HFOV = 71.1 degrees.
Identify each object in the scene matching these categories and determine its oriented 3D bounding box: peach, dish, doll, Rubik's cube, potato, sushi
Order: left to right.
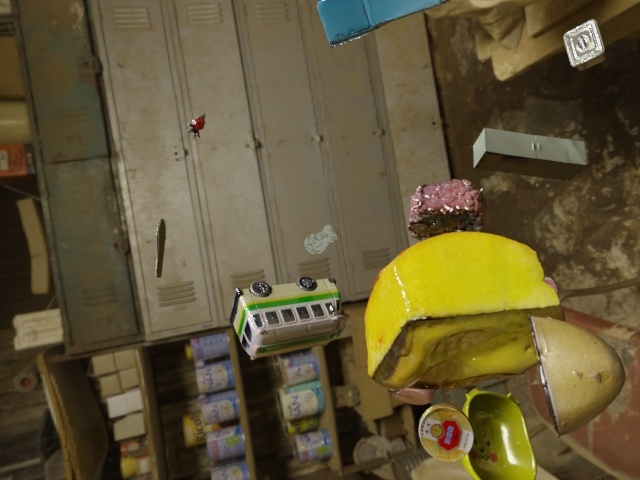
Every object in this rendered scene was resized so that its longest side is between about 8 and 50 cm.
[{"bbox_3d":[-0.423,-0.397,1.541,0.039,0.057,0.114,-29,35,47],"label":"doll"},{"bbox_3d":[0.114,-0.493,0.747,0.231,0.221,0.224,-4,123,34],"label":"Rubik's cube"},{"bbox_3d":[0.437,-0.093,1.562,0.236,0.270,0.170,61,-144,-50],"label":"sushi"},{"bbox_3d":[0.264,0.157,0.935,0.242,0.381,0.306,-99,-8,-47],"label":"peach"},{"bbox_3d":[0.456,0.548,1.223,0.108,0.221,0.262,127,153,-54],"label":"dish"},{"bbox_3d":[0.400,0.201,0.693,0.202,0.117,0.182,8,-108,-66],"label":"potato"}]

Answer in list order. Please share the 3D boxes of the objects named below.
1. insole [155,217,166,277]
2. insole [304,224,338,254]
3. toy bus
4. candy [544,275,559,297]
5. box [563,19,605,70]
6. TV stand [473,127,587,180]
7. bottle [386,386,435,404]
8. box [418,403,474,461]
[{"bbox_3d":[-0.510,0.023,1.424,0.063,0.010,0.191,85,-175,-76],"label":"insole"},{"bbox_3d":[0.000,0.000,1.307,0.065,0.006,0.193,54,149,0],"label":"insole"},{"bbox_3d":[-0.077,0.213,1.247,0.179,0.306,0.143,57,140,41],"label":"toy bus"},{"bbox_3d":[0.550,0.139,1.124,0.103,0.043,0.103,-173,90,-77],"label":"candy"},{"bbox_3d":[0.775,-0.564,1.307,0.089,0.062,0.122,-20,67,42],"label":"box"},{"bbox_3d":[0.562,-0.231,1.211,0.088,0.270,0.082,97,180,-65],"label":"TV stand"},{"bbox_3d":[0.320,0.407,1.552,0.173,0.207,0.296,-43,21,49],"label":"bottle"},{"bbox_3d":[0.247,0.377,0.882,0.037,0.106,0.105,28,-132,-73],"label":"box"}]
